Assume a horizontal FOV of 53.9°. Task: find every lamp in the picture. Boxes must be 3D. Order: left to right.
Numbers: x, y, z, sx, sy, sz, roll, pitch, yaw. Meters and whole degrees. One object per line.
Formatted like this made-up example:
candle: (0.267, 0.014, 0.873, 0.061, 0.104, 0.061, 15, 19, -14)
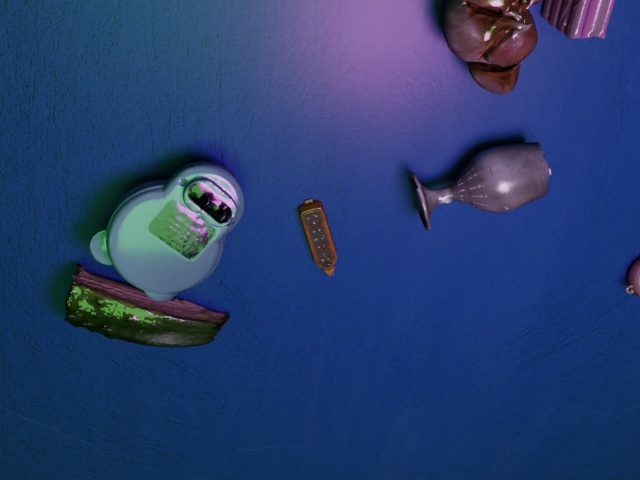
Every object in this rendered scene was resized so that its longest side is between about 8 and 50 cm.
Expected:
lamp: (-0.260, -0.023, 1.138, 0.284, 0.147, 0.209, -37, 120, 24)

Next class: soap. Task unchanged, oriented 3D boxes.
soap: (0.416, -0.428, 0.980, 0.065, 0.122, 0.203, -6, 130, -6)

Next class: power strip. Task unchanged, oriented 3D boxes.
power strip: (0.000, 0.000, 1.254, 0.049, 0.028, 0.178, -16, 122, 2)

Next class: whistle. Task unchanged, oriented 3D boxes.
whistle: (0.760, 0.060, 1.365, 0.220, 0.057, 0.107, -27, 106, 4)

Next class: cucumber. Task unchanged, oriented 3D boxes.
cucumber: (-0.349, 0.162, 1.270, 0.325, 0.105, 0.145, 18, 116, -20)

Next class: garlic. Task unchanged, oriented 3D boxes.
garlic: (0.271, -0.349, 1.008, 0.160, 0.191, 0.214, 24, 130, 8)

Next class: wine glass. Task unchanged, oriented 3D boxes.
wine glass: (0.295, -0.103, 1.172, 0.241, 0.126, 0.126, -17, 121, 6)
